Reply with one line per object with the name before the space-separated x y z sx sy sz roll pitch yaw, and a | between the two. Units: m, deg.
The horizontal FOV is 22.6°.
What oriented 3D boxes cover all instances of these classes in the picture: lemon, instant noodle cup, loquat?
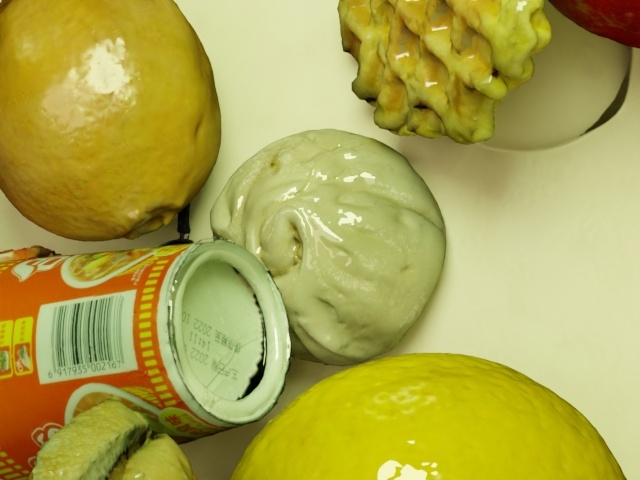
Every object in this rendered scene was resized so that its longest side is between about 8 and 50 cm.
lemon | 0.071 0.206 1.050 0.293 0.293 0.293 -1 86 20
instant noodle cup | -0.140 0.078 1.152 0.212 0.193 0.193 -13 82 36
loquat | -0.173 -0.107 1.216 0.187 0.176 0.234 -22 71 5

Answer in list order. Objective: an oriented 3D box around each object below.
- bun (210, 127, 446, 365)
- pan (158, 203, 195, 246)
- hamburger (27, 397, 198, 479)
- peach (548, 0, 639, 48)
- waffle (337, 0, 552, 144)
bun | 0.000 0.000 1.181 0.183 0.102 0.183 -1 85 17
pan | -0.106 0.011 1.259 0.068 0.023 0.115 3 84 21
hamburger | -0.145 0.255 1.023 0.134 0.285 0.265 26 60 8
peach | 0.232 -0.244 1.050 0.243 0.199 0.243 0 88 -13
waffle | 0.079 -0.209 1.099 0.058 0.301 0.282 -5 100 -21
